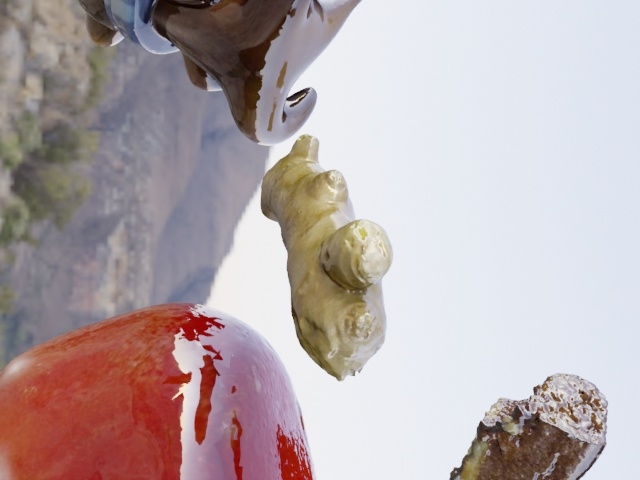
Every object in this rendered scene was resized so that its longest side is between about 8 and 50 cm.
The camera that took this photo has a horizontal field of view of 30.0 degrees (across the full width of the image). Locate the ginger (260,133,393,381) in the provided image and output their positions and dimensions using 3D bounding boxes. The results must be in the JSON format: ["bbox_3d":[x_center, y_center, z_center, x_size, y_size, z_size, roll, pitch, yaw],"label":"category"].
[{"bbox_3d":[-0.003,-0.001,0.916,0.299,0.065,0.118,-120,-136,-65],"label":"ginger"}]

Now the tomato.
[{"bbox_3d":[-0.150,0.219,1.066,0.290,0.293,0.325,80,3,-79],"label":"tomato"}]

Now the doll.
[{"bbox_3d":[-0.113,-0.266,1.269,0.209,0.339,0.318,-51,150,-16],"label":"doll"}]

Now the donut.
[{"bbox_3d":[0.268,0.252,1.518,0.126,0.144,0.187,-57,172,-47],"label":"donut"}]
